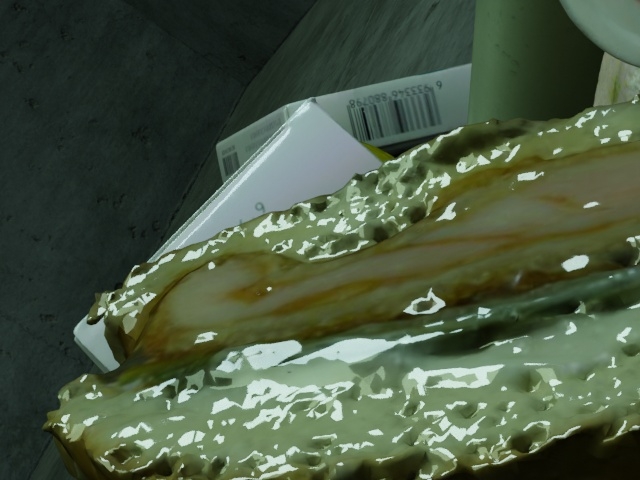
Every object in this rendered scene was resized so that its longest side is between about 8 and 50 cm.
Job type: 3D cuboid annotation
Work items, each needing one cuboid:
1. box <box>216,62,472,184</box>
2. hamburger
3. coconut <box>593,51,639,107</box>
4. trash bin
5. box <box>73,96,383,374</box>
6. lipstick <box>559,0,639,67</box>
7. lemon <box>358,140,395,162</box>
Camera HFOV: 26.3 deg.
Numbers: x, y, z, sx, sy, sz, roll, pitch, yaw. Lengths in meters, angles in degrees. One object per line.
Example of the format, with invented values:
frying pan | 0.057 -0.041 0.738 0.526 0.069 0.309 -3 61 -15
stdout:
box | 0.023 -0.105 1.364 0.200 0.065 0.343 -14 2 -15
hamburger | 0.101 0.076 0.430 0.330 0.209 0.162 -18 32 15
coconut | 0.194 -0.053 0.574 0.147 0.147 0.152 -52 16 20
trash bin | 0.148 -0.121 0.738 0.243 0.121 0.247 -66 -19 -44
box | -0.010 0.067 0.805 0.173 0.145 0.333 -44 -9 -8
lipstick | 0.213 -0.144 0.494 0.327 0.087 0.087 -25 -10 -37
lemon | 0.000 0.000 1.117 0.173 0.206 0.173 173 90 -75
